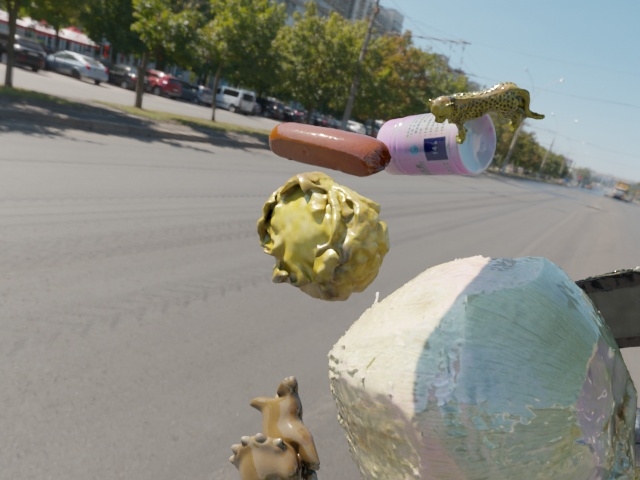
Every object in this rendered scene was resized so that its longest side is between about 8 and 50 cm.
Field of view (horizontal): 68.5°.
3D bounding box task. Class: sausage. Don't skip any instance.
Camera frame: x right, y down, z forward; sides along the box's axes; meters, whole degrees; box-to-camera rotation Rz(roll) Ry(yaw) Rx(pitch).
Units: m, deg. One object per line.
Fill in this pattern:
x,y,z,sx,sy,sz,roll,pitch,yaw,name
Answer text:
0.010,-0.230,1.156,0.348,0.094,0.097,17,57,32,sausage

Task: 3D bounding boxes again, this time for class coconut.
0.179,0.158,0.495,0.297,0.297,0.254,9,-17,-25,coconut

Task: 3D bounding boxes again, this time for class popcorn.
0.000,0.000,0.848,0.190,0.250,0.250,-13,29,-39,popcorn

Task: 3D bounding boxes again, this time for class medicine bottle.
0.273,-0.233,1.146,0.152,0.152,0.254,4,3,-38,medicine bottle

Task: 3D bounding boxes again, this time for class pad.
0.629,0.136,0.932,0.233,0.174,0.022,-19,8,33,pad

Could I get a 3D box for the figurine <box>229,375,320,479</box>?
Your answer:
-0.109,0.438,1.004,0.173,0.177,0.247,-10,63,-15,figurine

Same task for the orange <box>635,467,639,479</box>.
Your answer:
0.533,0.512,1.015,0.300,0.301,0.223,-4,27,-31,orange

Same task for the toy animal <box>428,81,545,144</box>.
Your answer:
0.289,-0.229,0.810,0.181,0.073,0.136,-4,-13,23,toy animal

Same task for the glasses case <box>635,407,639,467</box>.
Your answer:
0.456,0.272,0.613,0.282,0.067,0.109,22,-30,-6,glasses case
